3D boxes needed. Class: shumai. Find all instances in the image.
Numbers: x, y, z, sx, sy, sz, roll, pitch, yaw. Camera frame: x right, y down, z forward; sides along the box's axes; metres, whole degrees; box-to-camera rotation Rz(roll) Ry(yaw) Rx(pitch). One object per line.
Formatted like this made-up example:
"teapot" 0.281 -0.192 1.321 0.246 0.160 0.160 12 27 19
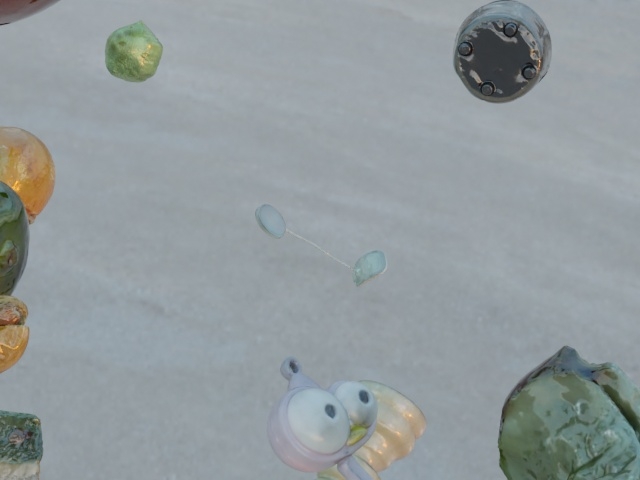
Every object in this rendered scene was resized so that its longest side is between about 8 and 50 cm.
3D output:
"shumai" 0.318 0.229 1.199 0.304 0.309 0.263 -18 62 -7

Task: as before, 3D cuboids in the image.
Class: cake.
"cake" -0.509 0.281 1.495 0.284 0.158 0.172 -6 -17 27

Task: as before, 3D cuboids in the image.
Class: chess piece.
"chess piece" 0.065 0.430 2.243 0.167 0.167 0.299 21 60 22

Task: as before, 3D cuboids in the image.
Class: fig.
"fig" -0.535 -0.003 1.726 0.225 0.203 0.203 22 27 21

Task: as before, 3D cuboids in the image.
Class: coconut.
"coconut" -0.285 -0.290 1.814 0.088 0.096 0.088 10 6 -1

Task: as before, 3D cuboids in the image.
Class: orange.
"orange" -0.584 -0.107 2.130 0.219 0.219 0.193 -7 66 -35

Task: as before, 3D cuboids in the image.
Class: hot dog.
"hot dog" -0.430 0.128 1.299 0.250 0.068 0.100 -24 46 12

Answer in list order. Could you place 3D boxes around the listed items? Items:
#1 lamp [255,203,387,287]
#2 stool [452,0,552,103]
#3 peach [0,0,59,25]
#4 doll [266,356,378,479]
"lamp" 0.000 0.000 1.591 0.198 0.056 0.050 30 39 -30
"stool" 0.170 -0.176 1.123 0.096 0.096 0.110 15 17 8
"peach" -0.287 -0.303 1.007 0.252 0.252 0.252 9 24 -4
"doll" 0.063 0.287 1.410 0.160 0.094 0.365 -24 70 -44
